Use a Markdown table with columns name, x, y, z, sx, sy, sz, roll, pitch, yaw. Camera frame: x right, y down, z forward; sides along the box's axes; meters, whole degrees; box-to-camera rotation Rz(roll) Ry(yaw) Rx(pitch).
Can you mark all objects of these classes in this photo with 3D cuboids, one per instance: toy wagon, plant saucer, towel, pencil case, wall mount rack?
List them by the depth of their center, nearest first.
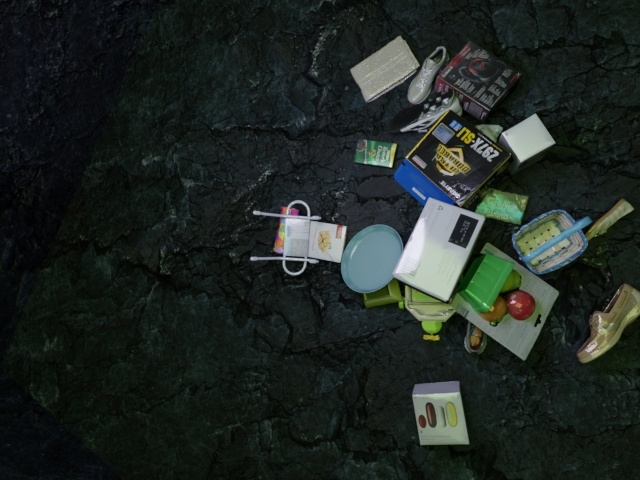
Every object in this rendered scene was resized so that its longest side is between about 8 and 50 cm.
| name | x | y | z | sx | sy | sz | roll | pitch | yaw |
| --- | --- | --- | --- | --- | --- | --- | --- | --- | --- |
| toy wagon | 0.472 | 0.251 | 1.772 | 0.267 | 0.068 | 0.344 | -1 | 88 | 18 |
| plant saucer | 0.229 | 0.083 | 1.803 | 0.317 | 0.043 | 0.318 | -23 | 53 | 34 |
| plant saucer | 0.249 | 0.192 | 1.820 | 0.188 | 0.045 | 0.188 | -18 | 77 | 35 |
| wall mount rack | -0.155 | -0.014 | 1.862 | 0.304 | 0.130 | 0.350 | 3 | 91 | -7 |
| towel | 0.292 | -0.781 | 1.885 | 0.282 | 0.049 | 0.187 | -28 | 78 | 16 |
| pencil case | -0.166 | -0.043 | 1.973 | 0.104 | 0.104 | 0.236 | 13 | 91 | 18 |

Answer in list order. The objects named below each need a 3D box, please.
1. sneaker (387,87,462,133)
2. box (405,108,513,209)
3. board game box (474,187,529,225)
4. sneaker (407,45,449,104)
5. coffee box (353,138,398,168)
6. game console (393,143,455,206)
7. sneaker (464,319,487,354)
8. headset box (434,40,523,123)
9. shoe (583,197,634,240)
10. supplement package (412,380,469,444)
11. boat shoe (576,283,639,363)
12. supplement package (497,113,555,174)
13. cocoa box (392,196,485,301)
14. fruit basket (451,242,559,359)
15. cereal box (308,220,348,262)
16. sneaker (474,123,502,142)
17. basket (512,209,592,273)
| name | x | y | z | sx | sy | sz | roll | pitch | yaw |
| --- | --- | --- | --- | --- | --- | --- | --- | --- | --- |
| sneaker | 0.451 | -0.515 | 1.787 | 0.330 | 0.146 | 0.122 | -14 | 54 | 40 |
| box | 0.532 | -0.316 | 1.608 | 0.257 | 0.079 | 0.322 | -47 | 59 | 15 |
| board game box | 0.751 | -0.144 | 1.720 | 0.186 | 0.026 | 0.126 | 15 | 93 | 18 |
| sneaker | 0.458 | -0.723 | 1.790 | 0.099 | 0.121 | 0.262 | 34 | 98 | 17 |
| coffee box | 0.252 | -0.395 | 1.883 | 0.184 | 0.040 | 0.113 | 13 | 92 | 18 |
| game console | 0.517 | -0.292 | 1.802 | 0.293 | 0.173 | 0.250 | 45 | 132 | 15 |
| sneaker | 0.650 | 0.335 | 1.690 | 0.100 | 0.108 | 0.272 | 5 | 85 | 19 |
| headset box | 0.636 | -0.664 | 1.712 | 0.293 | 0.110 | 0.218 | 40 | 84 | 15 |
| shoe | 1.095 | -0.067 | 1.581 | 0.219 | 0.076 | 0.058 | -45 | 71 | 9 |
| supplement package | 0.495 | 0.708 | 1.701 | 0.194 | 0.149 | 0.203 | -11 | 85 | 17 |
| boat shoe | 1.072 | 0.314 | 1.557 | 0.110 | 0.121 | 0.341 | 42 | 90 | 19 |
| supplement package | 0.786 | -0.365 | 1.605 | 0.139 | 0.244 | 0.134 | -31 | 79 | 15 |
| cocoa box | 0.470 | 0.048 | 1.639 | 0.231 | 0.228 | 0.347 | 24 | 87 | 20 |
| fruit basket | 0.722 | 0.233 | 1.626 | 0.353 | 0.165 | 0.327 | 37 | 74 | -4 |
| cereal box | 0.000 | 0.000 | 1.942 | 0.240 | 0.047 | 0.173 | 9 | 91 | 18 |
| sneaker | 0.692 | -0.431 | 1.667 | 0.094 | 0.212 | 0.080 | -11 | 121 | 13 |
| basket | 0.859 | 0.002 | 1.541 | 0.254 | 0.289 | 0.201 | -35 | 73 | 16 |
